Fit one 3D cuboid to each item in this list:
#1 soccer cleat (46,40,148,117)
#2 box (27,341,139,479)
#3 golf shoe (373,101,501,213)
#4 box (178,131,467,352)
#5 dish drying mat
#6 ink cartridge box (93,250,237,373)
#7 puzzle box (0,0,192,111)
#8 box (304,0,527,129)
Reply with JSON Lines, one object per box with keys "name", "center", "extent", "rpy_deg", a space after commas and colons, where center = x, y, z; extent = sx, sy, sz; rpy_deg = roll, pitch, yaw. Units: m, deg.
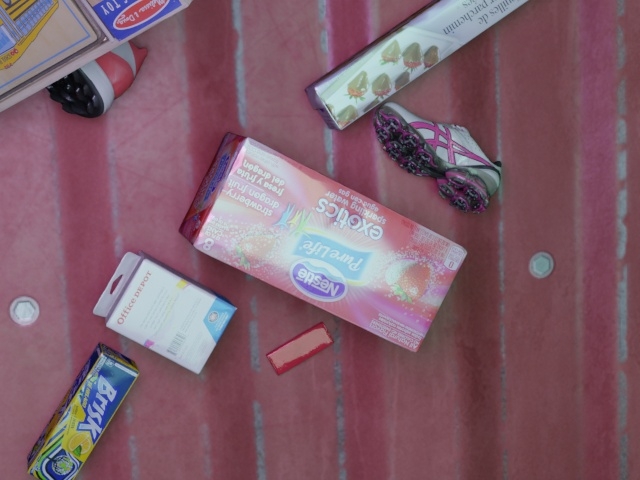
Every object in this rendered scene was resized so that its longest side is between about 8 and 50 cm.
{"name": "soccer cleat", "center": [-0.310, -0.289, 1.248], "extent": [0.116, 0.108, 0.318], "rpy_deg": [-53, 123, -33]}
{"name": "box", "center": [-0.285, 0.210, 1.360], "extent": [0.054, 0.059, 0.169], "rpy_deg": [31, 89, -17]}
{"name": "golf shoe", "center": [0.147, -0.116, 1.427], "extent": [0.186, 0.067, 0.086], "rpy_deg": [38, 59, -13]}
{"name": "box", "center": [0.000, 0.000, 1.354], "extent": [0.300, 0.154, 0.142], "rpy_deg": [26, 90, -16]}
{"name": "dish drying mat", "center": [-0.026, 0.137, 1.440], "extent": [0.083, 0.008, 0.032], "rpy_deg": [-30, 102, -7]}
{"name": "ink cartridge box", "center": [-0.189, 0.079, 1.351], "extent": [0.143, 0.090, 0.092], "rpy_deg": [31, 89, -14]}
{"name": "puzzle box", "center": [-0.359, -0.268, 1.151], "extent": [0.409, 0.052, 0.272], "rpy_deg": [-23, 117, 26]}
{"name": "box", "center": [0.130, -0.250, 1.399], "extent": [0.324, 0.067, 0.063], "rpy_deg": [-35, 104, -6]}
